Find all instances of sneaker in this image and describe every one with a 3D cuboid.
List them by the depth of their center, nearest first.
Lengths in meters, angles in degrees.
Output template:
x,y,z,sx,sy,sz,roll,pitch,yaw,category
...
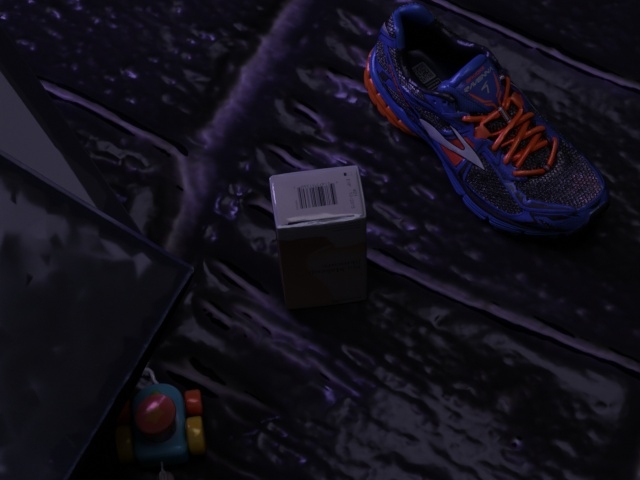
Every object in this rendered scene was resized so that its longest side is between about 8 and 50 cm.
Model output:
x,y,z,sx,sy,sz,roll,pitch,yaw,category
0.111,-0.084,1.054,0.083,0.087,0.221,-41,66,-19,sneaker

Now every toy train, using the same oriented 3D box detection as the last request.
x,y,z,sx,sy,sz,roll,pitch,yaw,category
-0.147,0.139,0.959,0.125,0.046,0.166,28,65,17,toy train

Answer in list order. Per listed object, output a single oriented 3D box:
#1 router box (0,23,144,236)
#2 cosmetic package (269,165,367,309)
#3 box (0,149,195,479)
x,y,z,sx,sy,sz,roll,pitch,yaw,category
-0.284,-0.030,0.996,0.243,0.081,0.309,-33,81,-15,router box
0.000,0.000,0.994,0.060,0.115,0.041,-8,61,-1,cosmetic package
-0.243,0.036,0.785,0.294,0.296,0.183,32,74,-4,box
